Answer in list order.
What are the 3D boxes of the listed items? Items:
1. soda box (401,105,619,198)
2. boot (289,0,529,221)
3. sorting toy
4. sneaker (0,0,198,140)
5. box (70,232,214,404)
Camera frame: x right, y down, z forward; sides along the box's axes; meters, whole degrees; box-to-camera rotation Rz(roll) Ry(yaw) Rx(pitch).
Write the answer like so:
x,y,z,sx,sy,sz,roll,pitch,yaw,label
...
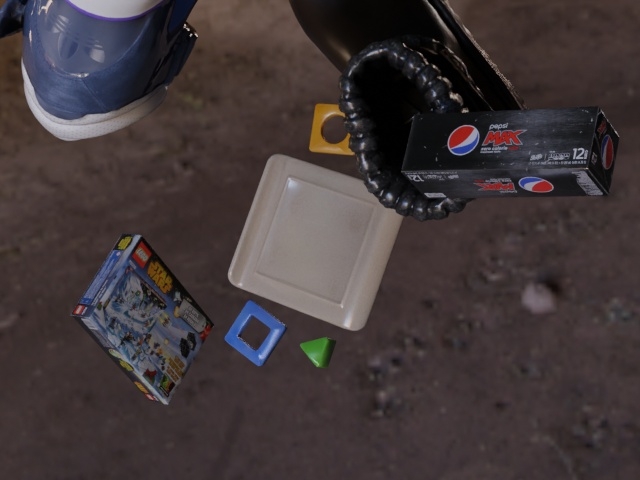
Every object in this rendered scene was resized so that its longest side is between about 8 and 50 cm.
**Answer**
x,y,z,sx,sy,sz,roll,pitch,yaw,label
0.155,-0.071,1.209,0.169,0.053,0.060,1,65,32,soda box
0.058,-0.177,1.435,0.348,0.131,0.260,44,25,10,boot
0.000,0.000,1.851,0.196,0.347,0.047,20,1,23,sorting toy
-0.138,-0.223,1.171,0.130,0.236,0.323,27,53,-1,sneaker
-0.159,0.072,1.331,0.027,0.137,0.094,6,54,38,box
